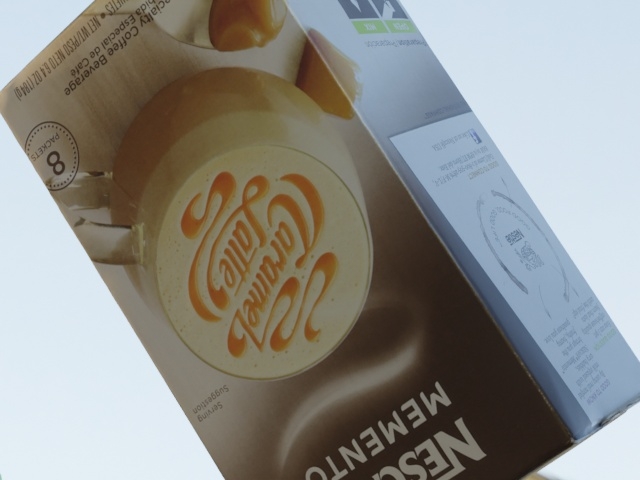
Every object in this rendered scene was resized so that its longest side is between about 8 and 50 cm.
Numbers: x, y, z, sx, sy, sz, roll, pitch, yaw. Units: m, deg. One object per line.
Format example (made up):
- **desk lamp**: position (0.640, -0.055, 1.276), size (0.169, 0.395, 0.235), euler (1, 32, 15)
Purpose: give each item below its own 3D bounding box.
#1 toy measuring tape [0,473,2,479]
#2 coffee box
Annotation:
- **toy measuring tape**: position (-0.259, 0.256, 0.914), size (0.121, 0.330, 0.121), euler (5, -23, 2)
- **coffee box**: position (0.000, 0.000, 0.644), size (0.141, 0.098, 0.246), euler (-39, -101, 27)
